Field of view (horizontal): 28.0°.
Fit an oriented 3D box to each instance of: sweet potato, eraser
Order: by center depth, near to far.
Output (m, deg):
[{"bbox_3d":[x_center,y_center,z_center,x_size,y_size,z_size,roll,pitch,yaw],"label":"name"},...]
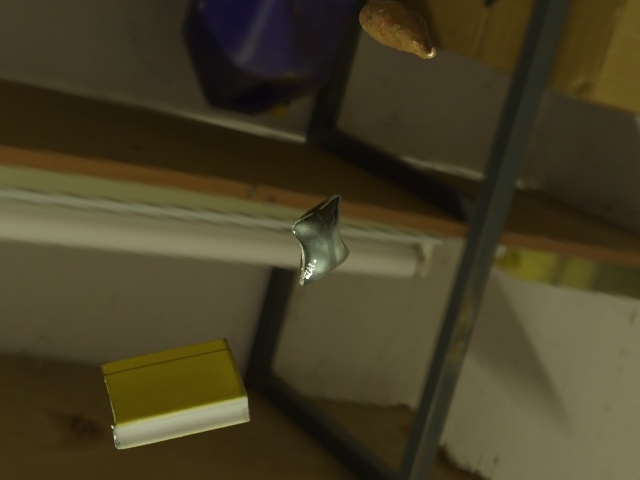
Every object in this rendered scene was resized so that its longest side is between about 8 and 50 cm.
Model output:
[{"bbox_3d":[0.096,-0.260,1.560,0.068,0.060,0.206,-11,-153,-13],"label":"sweet potato"},{"bbox_3d":[-0.233,0.244,2.073,0.226,0.069,0.158,-11,-145,-12],"label":"eraser"}]

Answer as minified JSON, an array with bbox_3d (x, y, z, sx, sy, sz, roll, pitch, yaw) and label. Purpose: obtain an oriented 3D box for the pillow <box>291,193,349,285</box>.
[{"bbox_3d":[0.001,0.001,1.882,0.091,0.136,0.055,-13,-134,-9],"label":"pillow"}]
